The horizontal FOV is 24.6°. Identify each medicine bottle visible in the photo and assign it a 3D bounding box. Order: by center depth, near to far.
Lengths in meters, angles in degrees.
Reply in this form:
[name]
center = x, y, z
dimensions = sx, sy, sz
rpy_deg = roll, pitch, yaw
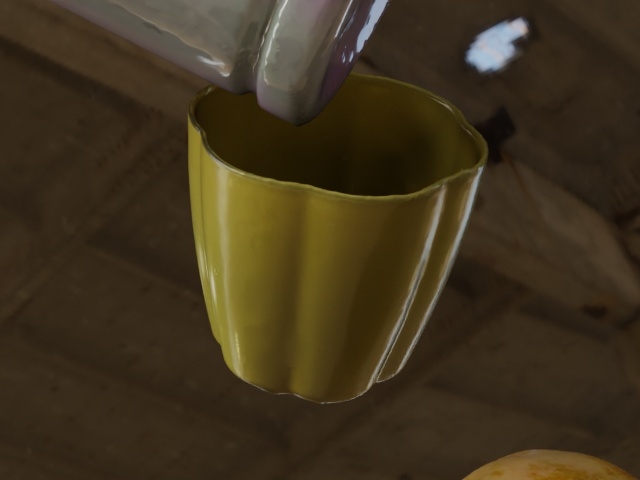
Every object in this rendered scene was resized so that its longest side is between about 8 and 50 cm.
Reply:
[medicine bottle]
center = -0.104, -0.230, 0.899
dimensions = 0.325, 0.212, 0.212
rpy_deg = 27, -47, 5

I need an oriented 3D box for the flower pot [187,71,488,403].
[flower pot]
center = 0.000, 0.000, 0.980
dimensions = 0.195, 0.195, 0.179
rpy_deg = -3, -59, -20

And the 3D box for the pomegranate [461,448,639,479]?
[pomegranate]
center = 0.144, 0.233, 0.918
dimensions = 0.207, 0.207, 0.207
rpy_deg = -12, -39, -10
